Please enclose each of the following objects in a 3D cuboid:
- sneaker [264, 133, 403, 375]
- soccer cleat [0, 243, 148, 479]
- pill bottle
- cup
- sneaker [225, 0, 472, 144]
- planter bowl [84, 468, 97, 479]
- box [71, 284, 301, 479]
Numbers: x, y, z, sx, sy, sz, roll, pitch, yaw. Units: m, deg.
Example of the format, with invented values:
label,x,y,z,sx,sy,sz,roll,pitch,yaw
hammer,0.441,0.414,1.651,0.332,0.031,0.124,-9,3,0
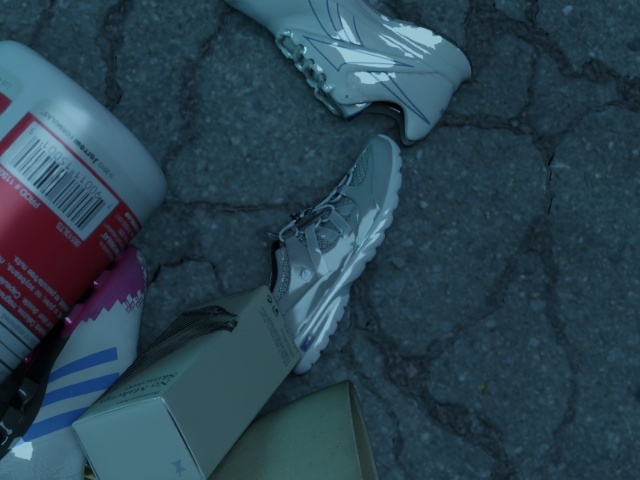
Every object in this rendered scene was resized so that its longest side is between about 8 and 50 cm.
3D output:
label,x,y,z,sx,sy,sz,roll,pitch,yaw
sneaker,0.000,0.000,1.646,0.115,0.105,0.281,28,76,-5
soccer cleat,-0.233,0.145,1.530,0.143,0.116,0.331,44,40,-18
pill bottle,-0.357,0.025,1.459,0.229,0.229,0.408,41,80,-1
cup,-0.049,0.322,1.488,0.237,0.331,0.331,-12,82,4
sneaker,0.021,-0.212,1.694,0.297,0.111,0.129,26,81,-5
planter bowl,-0.248,0.278,1.550,0.217,0.090,0.217,2,79,-12
box,-0.124,0.146,1.493,0.113,0.275,0.094,-19,103,23
